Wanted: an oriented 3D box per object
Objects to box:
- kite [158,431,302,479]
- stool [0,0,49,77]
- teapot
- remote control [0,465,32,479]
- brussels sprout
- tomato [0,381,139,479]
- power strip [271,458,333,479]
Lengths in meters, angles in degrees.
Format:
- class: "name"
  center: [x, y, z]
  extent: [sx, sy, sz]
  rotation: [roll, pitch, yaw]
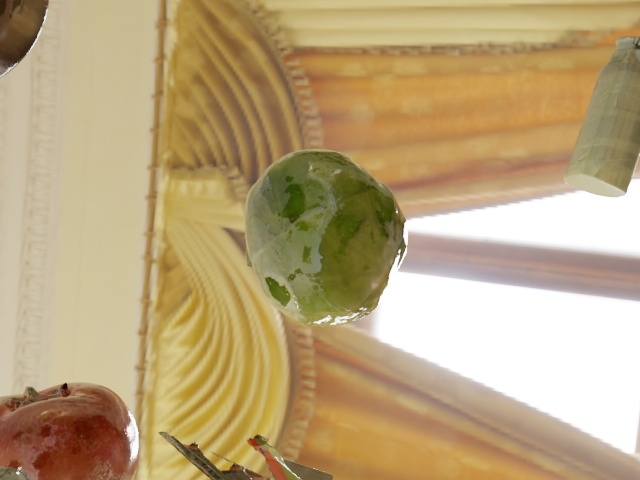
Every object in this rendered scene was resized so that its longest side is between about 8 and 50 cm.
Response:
- class: "kite"
  center: [0.016, 0.155, 0.491]
  extent: [0.014, 0.183, 0.241]
  rotation: [-52, -45, 3]
- class: "stool"
  center: [-0.382, -0.260, 0.874]
  extent: [0.264, 0.179, 0.179]
  rotation: [42, -122, -71]
- class: "teapot"
  center: [0.380, -0.159, 1.296]
  extent: [0.107, 0.077, 0.200]
  rotation: [168, 123, -79]
- class: "remote control"
  center: [-0.388, 0.320, 1.033]
  extent: [0.247, 0.052, 0.104]
  rotation: [-35, -69, -56]
- class: "brussels sprout"
  center: [0.000, 0.000, 1.275]
  extent: [0.244, 0.244, 0.244]
  rotation: [6, -90, -66]
- class: "tomato"
  center: [-0.399, 0.329, 1.476]
  extent: [0.270, 0.270, 0.227]
  rotation: [-18, -81, -64]
- class: "power strip"
  center: [-0.021, 0.251, 1.057]
  extent: [0.083, 0.017, 0.027]
  rotation: [28, -112, -31]
